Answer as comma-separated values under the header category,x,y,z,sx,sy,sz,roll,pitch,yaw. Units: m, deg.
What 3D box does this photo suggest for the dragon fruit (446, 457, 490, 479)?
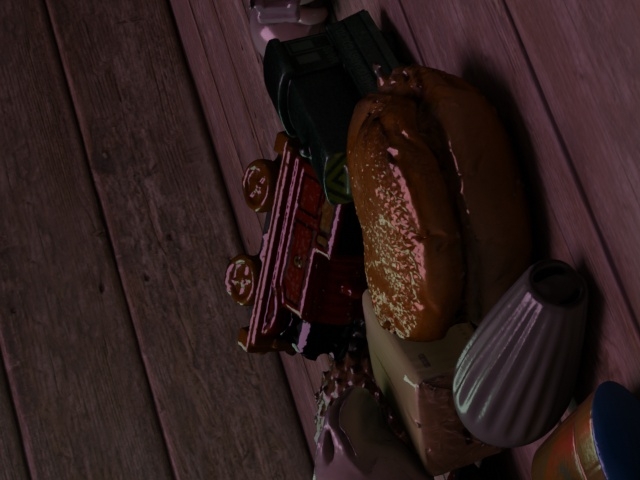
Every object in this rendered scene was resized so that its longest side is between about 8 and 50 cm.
category,x,y,z,sx,sy,sz,roll,pitch,yaw
dragon fruit,0.207,0.421,2.077,0.343,0.100,0.282,-89,3,-78

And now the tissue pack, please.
category,x,y,z,sx,sy,sz,roll,pitch,yaw
tissue pack,0.147,0.170,2.038,0.234,0.125,0.159,-121,18,-56

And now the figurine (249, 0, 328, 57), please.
category,x,y,z,sx,sy,sz,roll,pitch,yaw
figurine,-0.050,-0.342,2.370,0.257,0.144,0.182,91,159,-65

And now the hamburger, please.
category,x,y,z,sx,sy,sz,roll,pitch,yaw
hamburger,0.125,-0.045,1.740,0.290,0.170,0.314,-147,44,-71

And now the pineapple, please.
category,x,y,z,sx,sy,sz,roll,pitch,yaw
pineapple,0.075,0.194,2.313,0.202,0.202,0.362,-176,79,-79

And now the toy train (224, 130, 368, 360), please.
category,x,y,z,sx,sy,sz,roll,pitch,yaw
toy train,0.000,0.000,2.160,0.231,0.163,0.369,34,118,52

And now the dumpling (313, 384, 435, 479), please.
category,x,y,z,sx,sy,sz,roll,pitch,yaw
dumpling,0.093,0.379,2.036,0.341,0.181,0.260,53,-171,20

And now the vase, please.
category,x,y,z,sx,sy,sz,roll,pitch,yaw
vase,0.217,0.115,1.623,0.248,0.128,0.128,104,151,-52

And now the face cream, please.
category,x,y,z,sx,sy,sz,roll,pitch,yaw
face cream,0.281,0.241,1.577,0.285,0.067,0.139,104,148,-69

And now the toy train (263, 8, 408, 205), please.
category,x,y,z,sx,sy,sz,roll,pitch,yaw
toy train,0.043,-0.161,2.008,0.330,0.178,0.138,-114,14,-47
